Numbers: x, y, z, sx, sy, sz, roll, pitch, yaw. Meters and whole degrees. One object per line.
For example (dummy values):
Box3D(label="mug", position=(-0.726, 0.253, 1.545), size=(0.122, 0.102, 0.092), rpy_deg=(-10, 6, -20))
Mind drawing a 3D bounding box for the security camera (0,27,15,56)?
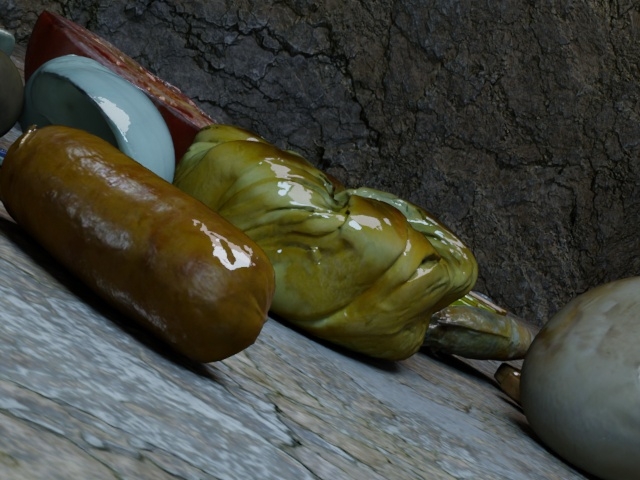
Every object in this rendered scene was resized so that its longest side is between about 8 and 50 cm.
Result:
Box3D(label="security camera", position=(-0.481, -0.268, 1.787), size=(0.058, 0.092, 0.058), rpy_deg=(28, 4, -2))

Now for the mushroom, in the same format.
Box3D(label="mushroom", position=(0.391, 0.198, 1.450), size=(0.292, 0.292, 0.290), rpy_deg=(36, -25, 57))

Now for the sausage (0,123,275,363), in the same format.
Box3D(label="sausage", position=(-0.138, -0.005, 0.889), size=(0.270, 0.109, 0.109), rpy_deg=(32, 5, 38))

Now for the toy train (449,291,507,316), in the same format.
Box3D(label="toy train", position=(0.223, 0.118, 2.102), size=(0.219, 0.089, 0.127), rpy_deg=(31, 14, 5))

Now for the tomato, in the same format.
Box3D(label="tomato", position=(-0.269, -0.164, 1.664), size=(0.338, 0.144, 0.338), rpy_deg=(33, 7, -4))

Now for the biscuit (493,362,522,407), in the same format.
Box3D(label="biscuit", position=(0.373, 0.259, 1.682), size=(0.295, 0.044, 0.186), rpy_deg=(29, 7, 3))

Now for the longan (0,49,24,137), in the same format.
Box3D(label="longan", position=(-0.347, -0.143, 1.223), size=(0.106, 0.106, 0.119), rpy_deg=(24, 47, -55))

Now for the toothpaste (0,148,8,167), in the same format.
Box3D(label="toothpaste", position=(-0.301, -0.076, 1.191), size=(0.140, 0.021, 0.037), rpy_deg=(23, 2, -39))

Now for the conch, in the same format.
Box3D(label="conch", position=(-0.222, -0.108, 1.253), size=(0.221, 0.121, 0.185), rpy_deg=(37, -13, 33))

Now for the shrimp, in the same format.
Box3D(label="shrimp", position=(0.176, 0.129, 1.694), size=(0.168, 0.077, 0.317), rpy_deg=(-8, -19, 43))

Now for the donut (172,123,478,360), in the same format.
Box3D(label="donut", position=(0.000, 0.000, 1.357), size=(0.360, 0.170, 0.360), rpy_deg=(29, 6, -3))
